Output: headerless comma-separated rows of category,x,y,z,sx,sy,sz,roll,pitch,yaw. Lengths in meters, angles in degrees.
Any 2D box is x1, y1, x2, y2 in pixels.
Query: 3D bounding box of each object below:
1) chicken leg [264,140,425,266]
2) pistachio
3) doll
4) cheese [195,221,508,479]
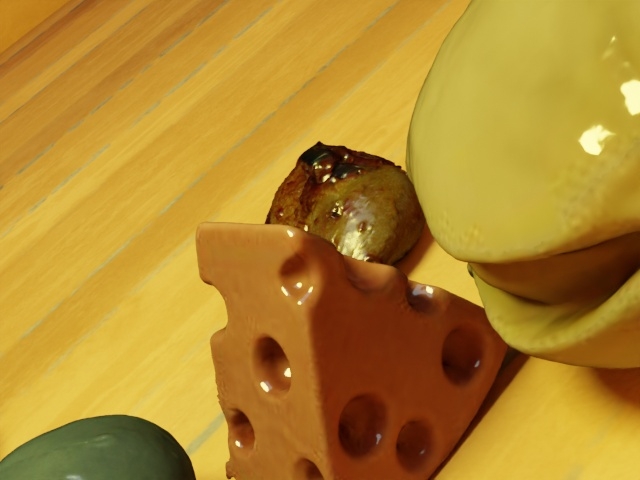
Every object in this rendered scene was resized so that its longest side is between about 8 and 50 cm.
chicken leg,0.010,-0.008,1.097,0.177,0.083,0.322,-43,24,-2
pistachio,0.222,-0.081,0.767,0.365,0.281,0.445,-44,11,-18
doll,-0.200,0.218,0.859,0.258,0.154,0.228,-21,23,10
cheese,0.028,0.071,0.841,0.177,0.202,0.128,-14,9,-36
